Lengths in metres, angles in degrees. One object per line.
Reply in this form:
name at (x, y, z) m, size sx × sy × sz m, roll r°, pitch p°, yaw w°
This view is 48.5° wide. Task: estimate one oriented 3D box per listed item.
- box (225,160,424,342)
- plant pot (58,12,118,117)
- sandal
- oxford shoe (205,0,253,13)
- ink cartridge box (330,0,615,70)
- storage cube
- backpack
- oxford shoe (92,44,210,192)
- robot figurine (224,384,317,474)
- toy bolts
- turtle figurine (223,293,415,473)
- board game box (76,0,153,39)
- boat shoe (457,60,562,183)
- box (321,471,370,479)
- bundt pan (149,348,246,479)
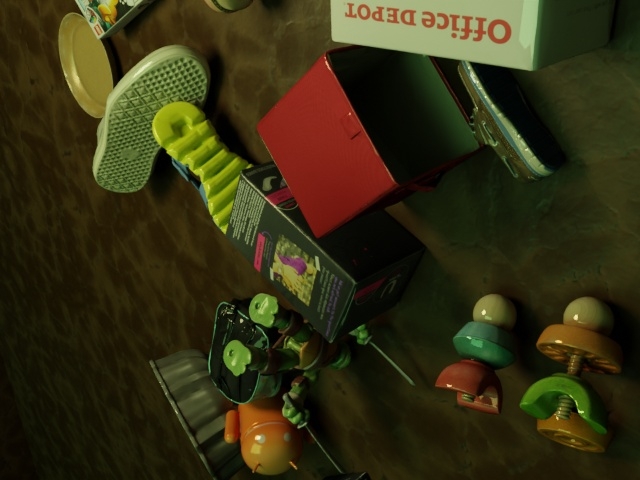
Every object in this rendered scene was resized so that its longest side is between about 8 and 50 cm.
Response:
box at (0.000, 0.000, 1.128) m, size 0.270 × 0.165 × 0.143 m, roll 43°, pitch 135°, yaw 24°
plant pot at (-0.524, -0.399, 1.622) m, size 0.236 × 0.032 × 0.236 m, roll 26°, pitch 127°, yaw 39°
sandal at (-0.188, -0.115, 1.342) m, size 0.317 × 0.126 × 0.138 m, roll 56°, pitch 169°, yaw 6°
oxford shoe at (-0.103, -0.506, 0.997) m, size 0.147 × 0.140 × 0.396 m, roll 29°, pitch 132°, yaw 28°
ink cartridge box at (0.156, -0.397, 0.731) m, size 0.286 × 0.166 × 0.394 m, roll 23°, pitch 127°, yaw 41°
storage cube at (0.063, -0.139, 0.966) m, size 0.193 × 0.184 × 0.214 m, roll -33°, pitch 84°, yaw 52°
backpack at (-0.136, 0.224, 1.416) m, size 0.166 × 0.144 × 0.188 m, roll 28°, pitch 106°, yaw 35°
oxford shoe at (-0.352, -0.254, 1.422) m, size 0.449 × 0.169 × 0.130 m, roll -41°, pitch 42°, yaw 49°
robot figurine at (-0.101, 0.383, 1.449) m, size 0.128 × 0.219 × 0.158 m, roll -40°, pitch 120°, yaw 15°
toy bolts at (0.293, 0.164, 0.951) m, size 0.229 × 0.158 × 0.218 m, roll 8°, pitch 157°, yaw 36°
turtle figurine at (-0.004, 0.205, 1.176) m, size 0.198 × 0.266 × 0.274 m, roll -37°, pitch 48°, yaw 28°
board game box at (-0.447, -0.569, 1.370) m, size 0.193 × 0.053 × 0.305 m, roll -18°, pitch 106°, yaw 45°
boat shoe at (0.218, -0.148, 0.878) m, size 0.183 × 0.066 × 0.066 m, roll 59°, pitch 143°, yaw 7°
box at (0.017, 0.548, 1.419) m, size 0.158 × 0.156 × 0.093 m, roll -31°, pitch 87°, yaw 52°
bundt pan at (-0.256, 0.383, 1.613) m, size 0.330 × 0.124 × 0.330 m, roll 53°, pitch 164°, yaw 23°
